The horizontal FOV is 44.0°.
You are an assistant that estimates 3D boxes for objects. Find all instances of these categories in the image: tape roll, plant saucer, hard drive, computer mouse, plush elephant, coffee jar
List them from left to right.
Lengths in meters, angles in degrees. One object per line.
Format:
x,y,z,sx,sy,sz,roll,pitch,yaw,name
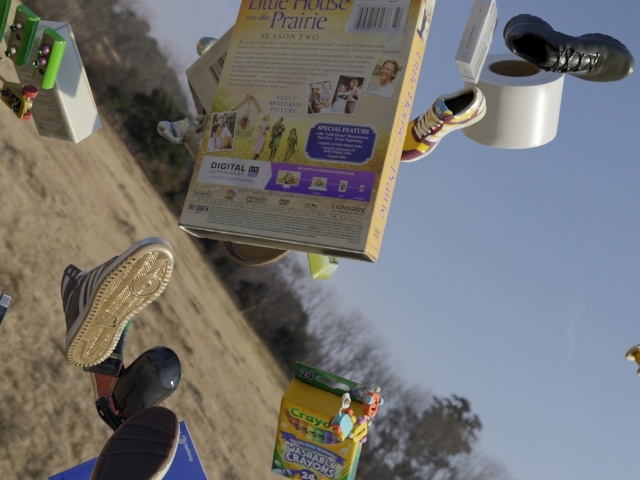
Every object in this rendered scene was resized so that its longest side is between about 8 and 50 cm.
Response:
-0.512,0.233,1.912,0.079,0.096,0.184,133,-33,-60,coffee jar
-0.418,0.565,1.777,0.210,0.319,0.040,64,-19,15,hard drive
-0.428,0.365,1.860,0.188,0.272,0.072,43,17,20,computer mouse
-0.249,-0.301,1.978,0.272,0.255,0.330,26,-47,1,plush elephant
-0.154,-0.039,2.249,0.278,0.278,0.041,52,-4,42,plant saucer
0.000,0.000,1.956,0.188,0.045,0.188,16,62,-78,plant saucer
0.487,-0.360,2.020,0.246,0.246,0.169,-130,-149,-51,tape roll

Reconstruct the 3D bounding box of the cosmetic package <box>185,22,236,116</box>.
-0.019,-0.367,1.601,0.230,0.453,0.161,-28,-90,45,cosmetic package

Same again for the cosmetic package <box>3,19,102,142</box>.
-0.734,-0.437,2.182,0.160,0.113,0.309,14,-49,29,cosmetic package

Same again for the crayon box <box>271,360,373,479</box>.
-0.001,0.470,1.939,0.203,0.083,0.322,18,-57,14,crayon box

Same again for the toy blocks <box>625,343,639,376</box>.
0.779,0.299,1.784,0.148,0.123,0.054,-112,-157,-46,toy blocks

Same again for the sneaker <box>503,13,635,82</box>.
0.525,-0.394,1.696,0.130,0.286,0.109,-59,162,-56,sneaker

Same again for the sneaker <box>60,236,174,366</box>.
-0.344,0.063,1.303,0.099,0.282,0.153,20,32,-36,sneaker

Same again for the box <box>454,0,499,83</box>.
0.322,-0.412,1.623,0.038,0.145,0.186,20,4,13,box

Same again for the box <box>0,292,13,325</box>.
-0.700,0.203,1.661,0.029,0.162,0.116,28,25,-20,box

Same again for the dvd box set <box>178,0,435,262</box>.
-0.020,-0.192,1.176,0.308,0.420,0.062,7,-13,24,dvd box set

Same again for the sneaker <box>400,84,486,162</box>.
0.197,-0.207,1.366,0.069,0.185,0.084,59,8,21,sneaker

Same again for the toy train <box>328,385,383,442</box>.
0.070,0.373,1.716,0.046,0.125,0.166,9,-4,36,toy train

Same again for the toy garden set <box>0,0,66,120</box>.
-0.598,-0.357,1.465,0.244,0.049,0.203,40,-52,7,toy garden set

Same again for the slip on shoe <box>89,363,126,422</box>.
-0.613,0.457,2.397,0.123,0.101,0.331,35,17,-47,slip on shoe

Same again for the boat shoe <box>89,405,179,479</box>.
-0.279,0.350,1.100,0.095,0.257,0.095,24,-43,7,boat shoe
